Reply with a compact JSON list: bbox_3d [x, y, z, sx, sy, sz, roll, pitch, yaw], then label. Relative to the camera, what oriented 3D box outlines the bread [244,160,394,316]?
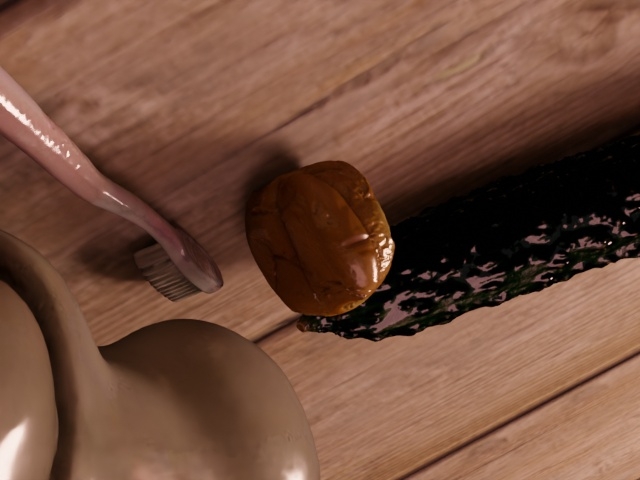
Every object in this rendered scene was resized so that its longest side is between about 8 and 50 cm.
[{"bbox_3d":[0.000,0.000,0.654,0.046,0.083,0.081,-31,123,-35],"label":"bread"}]

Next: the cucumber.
[{"bbox_3d":[0.123,-0.009,0.740,0.300,0.072,0.072,-17,149,-10],"label":"cucumber"}]

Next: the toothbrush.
[{"bbox_3d":[-0.113,-0.034,0.566,0.029,0.025,0.307,-22,151,10],"label":"toothbrush"}]

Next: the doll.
[{"bbox_3d":[-0.154,0.113,0.592,0.215,0.226,0.370,-7,151,33],"label":"doll"}]
